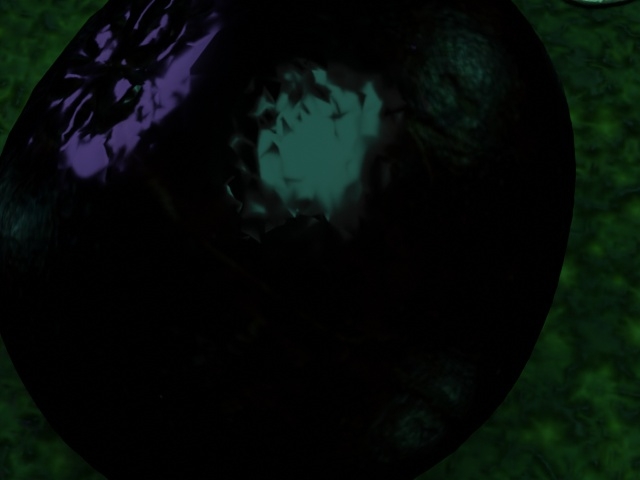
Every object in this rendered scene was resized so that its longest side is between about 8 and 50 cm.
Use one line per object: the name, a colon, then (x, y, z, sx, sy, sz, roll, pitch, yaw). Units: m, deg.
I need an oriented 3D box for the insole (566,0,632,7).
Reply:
insole: (0.215, -0.161, 0.716, 0.248, 0.011, 0.081, -16, 68, -10)

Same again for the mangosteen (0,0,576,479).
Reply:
mangosteen: (-0.008, 0.002, 0.540, 0.216, 0.216, 0.216, 1, 66, -3)
